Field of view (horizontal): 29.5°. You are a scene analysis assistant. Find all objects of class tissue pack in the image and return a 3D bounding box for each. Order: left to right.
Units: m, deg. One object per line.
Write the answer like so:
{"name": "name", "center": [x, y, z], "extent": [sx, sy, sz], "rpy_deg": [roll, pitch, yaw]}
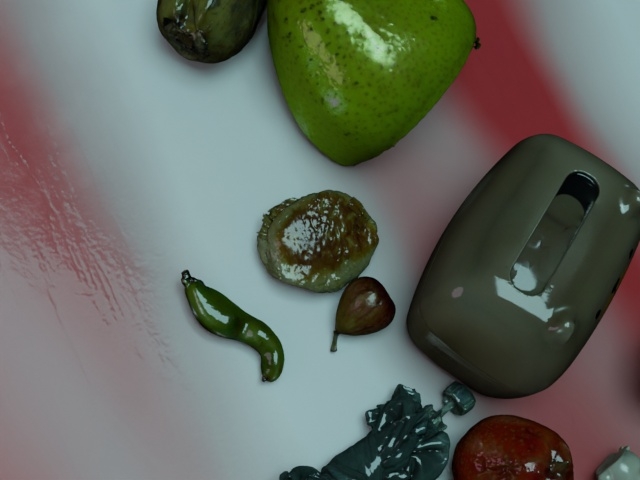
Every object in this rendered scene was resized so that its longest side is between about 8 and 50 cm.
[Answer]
{"name": "tissue pack", "center": [0.318, 0.033, 1.844], "extent": [0.267, 0.277, 0.387], "rpy_deg": [35, 66, 2]}

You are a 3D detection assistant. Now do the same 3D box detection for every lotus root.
{"name": "lotus root", "center": [-0.156, -0.406, 1.931], "extent": [0.152, 0.160, 0.275], "rpy_deg": [17, 61, 31]}

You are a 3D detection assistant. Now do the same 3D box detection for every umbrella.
{"name": "umbrella", "center": [0.099, 0.316, 1.790], "extent": [0.348, 0.094, 0.143], "rpy_deg": [-32, 90, -25]}

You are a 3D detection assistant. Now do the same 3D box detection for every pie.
{"name": "pie", "center": [0.000, 0.000, 1.879], "extent": [0.193, 0.079, 0.163], "rpy_deg": [-27, 85, -23]}

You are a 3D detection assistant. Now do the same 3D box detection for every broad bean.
{"name": "broad bean", "center": [-0.133, 0.124, 1.816], "extent": [0.213, 0.048, 0.070], "rpy_deg": [44, 66, -1]}

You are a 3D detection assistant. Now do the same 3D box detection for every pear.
{"name": "pear", "center": [0.060, -0.337, 1.908], "extent": [0.318, 0.238, 0.342], "rpy_deg": [39, 67, -15]}

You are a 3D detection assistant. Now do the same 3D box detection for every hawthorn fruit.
{"name": "hawthorn fruit", "center": [0.281, 0.344, 1.782], "extent": [0.173, 0.173, 0.179], "rpy_deg": [-37, 42, -22]}

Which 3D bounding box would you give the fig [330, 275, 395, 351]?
{"name": "fig", "center": [0.052, 0.115, 1.857], "extent": [0.125, 0.089, 0.089], "rpy_deg": [-40, 85, -4]}

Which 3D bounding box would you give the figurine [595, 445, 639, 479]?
{"name": "figurine", "center": [0.503, 0.388, 1.875], "extent": [0.098, 0.081, 0.146], "rpy_deg": [-42, 86, -23]}
